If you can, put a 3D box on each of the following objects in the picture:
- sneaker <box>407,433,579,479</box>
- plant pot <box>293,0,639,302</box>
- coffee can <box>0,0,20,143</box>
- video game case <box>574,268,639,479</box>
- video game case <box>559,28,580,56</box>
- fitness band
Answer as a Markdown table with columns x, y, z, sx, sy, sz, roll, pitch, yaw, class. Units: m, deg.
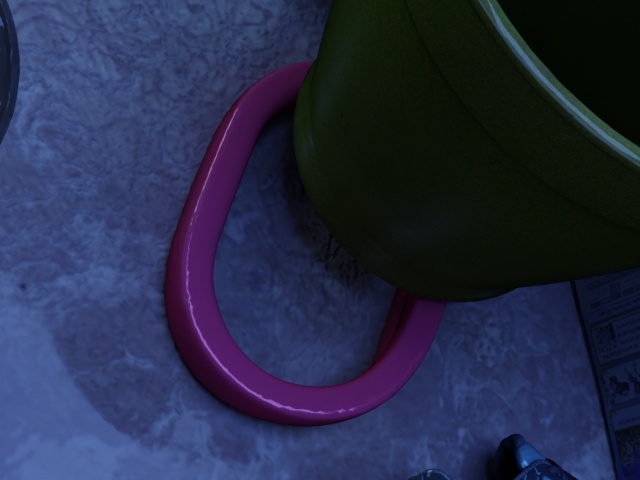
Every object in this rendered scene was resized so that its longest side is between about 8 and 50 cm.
| x | y | z | sx | sy | sz | roll | pitch | yaw | class |
| --- | --- | --- | --- | --- | --- | --- | --- | --- | --- |
| 0.176 | 0.201 | 1.001 | 0.261 | 0.104 | 0.125 | -1 | 71 | -27 | sneaker |
| 0.154 | -0.121 | 0.895 | 0.366 | 0.353 | 0.367 | 9 | 66 | -21 | plant pot |
| -0.298 | -0.056 | 0.755 | 0.201 | 0.275 | 0.202 | 8 | 70 | -23 | coffee can |
| 0.305 | 0.045 | 1.019 | 0.061 | 0.269 | 0.244 | -2 | 74 | -29 | video game case |
| 0.273 | -0.146 | 1.154 | 0.173 | 0.022 | 0.190 | 40 | 25 | -9 | video game case |
| 0.000 | 0.000 | 1.012 | 0.209 | 0.054 | 0.291 | 26 | 62 | -16 | fitness band |
